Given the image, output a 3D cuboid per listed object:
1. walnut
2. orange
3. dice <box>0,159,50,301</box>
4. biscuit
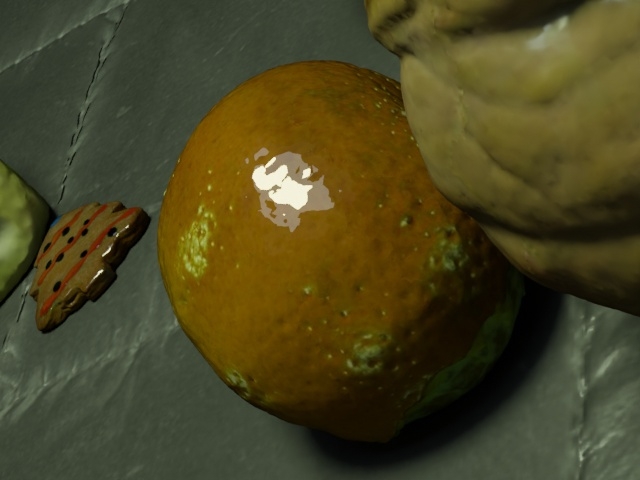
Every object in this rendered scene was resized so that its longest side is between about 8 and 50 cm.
[{"bbox_3d":[0.162,-0.112,0.672,0.285,0.285,0.296,-19,82,39],"label":"walnut"},{"bbox_3d":[-0.005,-0.003,0.866,0.179,0.158,0.237,-56,29,17],"label":"orange"},{"bbox_3d":[-0.337,-0.024,1.292,0.166,0.169,0.169,-51,31,-6],"label":"dice"},{"bbox_3d":[-0.186,0.009,1.213,0.119,0.019,0.130,-48,30,-1],"label":"biscuit"}]
